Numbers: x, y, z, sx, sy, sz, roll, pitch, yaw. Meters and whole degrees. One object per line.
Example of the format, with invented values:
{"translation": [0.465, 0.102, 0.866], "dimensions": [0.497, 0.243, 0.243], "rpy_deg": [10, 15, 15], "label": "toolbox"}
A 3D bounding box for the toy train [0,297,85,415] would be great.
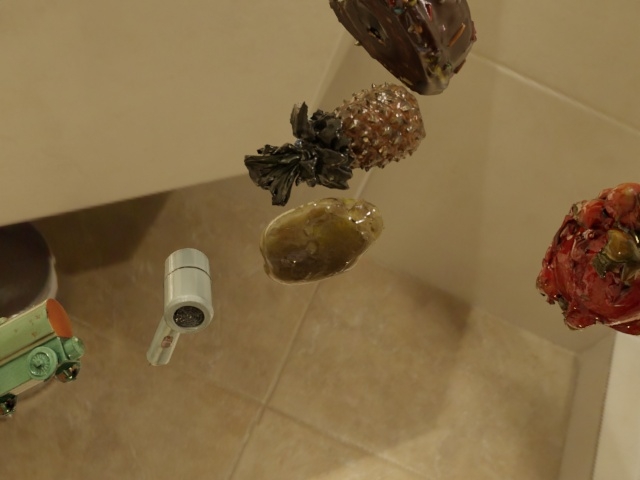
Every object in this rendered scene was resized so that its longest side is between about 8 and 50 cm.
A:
{"translation": [-0.609, 0.234, 1.463], "dimensions": [0.286, 0.116, 0.177], "rpy_deg": [-28, 74, 8], "label": "toy train"}

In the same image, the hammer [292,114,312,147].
{"translation": [-0.030, -0.255, 1.822], "dimensions": [0.116, 0.069, 0.194], "rpy_deg": [26, 25, 5], "label": "hammer"}

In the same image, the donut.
{"translation": [0.097, -0.278, 0.870], "dimensions": [0.096, 0.230, 0.216], "rpy_deg": [-42, 71, -3], "label": "donut"}

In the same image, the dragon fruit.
{"translation": [0.289, 0.012, 0.712], "dimensions": [0.133, 0.207, 0.150], "rpy_deg": [-25, 60, -10], "label": "dragon fruit"}

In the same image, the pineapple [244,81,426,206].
{"translation": [0.022, -0.170, 1.263], "dimensions": [0.310, 0.141, 0.170], "rpy_deg": [-26, 105, -14], "label": "pineapple"}

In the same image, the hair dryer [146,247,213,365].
{"translation": [-0.148, 0.084, 0.740], "dimensions": [0.047, 0.137, 0.082], "rpy_deg": [16, 32, -21], "label": "hair dryer"}

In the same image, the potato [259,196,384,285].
{"translation": [0.000, 0.000, 1.649], "dimensions": [0.296, 0.191, 0.141], "rpy_deg": [-25, 31, 7], "label": "potato"}
